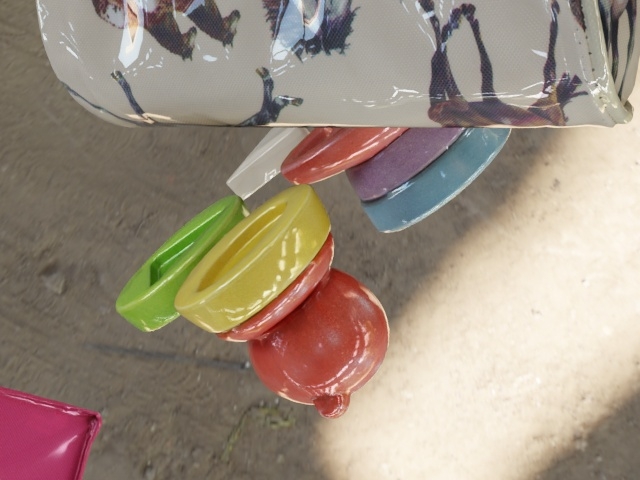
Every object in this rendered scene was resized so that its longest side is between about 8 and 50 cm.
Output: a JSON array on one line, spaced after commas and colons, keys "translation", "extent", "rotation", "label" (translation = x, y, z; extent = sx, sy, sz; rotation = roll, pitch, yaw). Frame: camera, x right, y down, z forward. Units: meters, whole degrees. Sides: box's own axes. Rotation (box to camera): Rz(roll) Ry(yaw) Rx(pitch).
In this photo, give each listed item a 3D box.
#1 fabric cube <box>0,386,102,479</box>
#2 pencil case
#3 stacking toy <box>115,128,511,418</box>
[{"translation": [-0.352, 0.224, 0.902], "extent": [0.259, 0.258, 0.254], "rotation": [21, 72, -27], "label": "fabric cube"}, {"translation": [0.002, -0.163, 0.762], "extent": [0.410, 0.160, 0.184], "rotation": [2, 96, 27], "label": "pencil case"}, {"translation": [0.000, 0.000, 0.900], "extent": [0.130, 0.279, 0.309], "rotation": [48, 60, -14], "label": "stacking toy"}]
